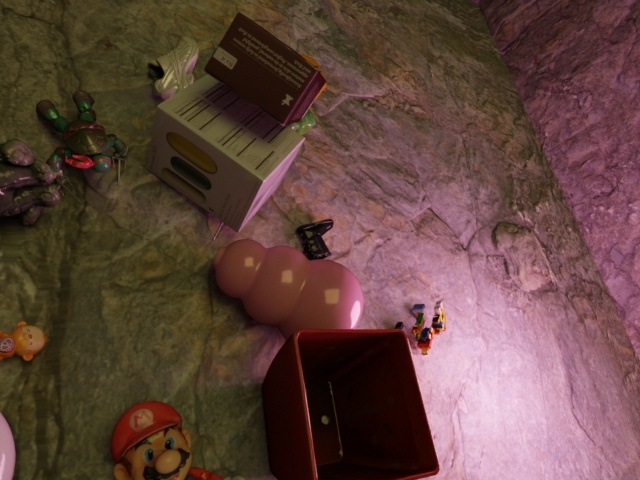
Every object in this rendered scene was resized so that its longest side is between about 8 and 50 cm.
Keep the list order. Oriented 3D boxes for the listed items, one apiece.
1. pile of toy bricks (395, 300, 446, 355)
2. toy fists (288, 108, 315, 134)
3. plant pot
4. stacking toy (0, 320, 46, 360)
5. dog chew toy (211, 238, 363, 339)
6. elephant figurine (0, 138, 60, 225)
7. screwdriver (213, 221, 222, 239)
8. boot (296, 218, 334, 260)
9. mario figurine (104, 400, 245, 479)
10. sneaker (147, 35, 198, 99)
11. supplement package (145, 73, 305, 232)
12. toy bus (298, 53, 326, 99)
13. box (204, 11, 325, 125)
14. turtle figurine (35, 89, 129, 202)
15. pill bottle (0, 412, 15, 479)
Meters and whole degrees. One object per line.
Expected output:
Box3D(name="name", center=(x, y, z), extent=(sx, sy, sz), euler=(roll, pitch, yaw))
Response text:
Box3D(name="pile of toy bricks", center=(0.278, 0.257, 1.216), extent=(0.212, 0.118, 0.105), euler=(-41, 119, -59))
Box3D(name="toy fists", center=(-0.141, -0.347, 1.276), extent=(0.279, 0.096, 0.142), euler=(-13, 62, -39))
Box3D(name="plant pot", center=(0.024, 0.337, 0.873), extent=(0.267, 0.236, 0.267), euler=(8, 58, -33))
Box3D(name="stacking toy", center=(-0.553, 0.164, 0.640), extent=(0.302, 0.166, 0.175), euler=(2, 58, -52))
Box3D(name="dog chew toy", center=(-0.076, 0.105, 0.978), extent=(0.332, 0.206, 0.206), euler=(28, 50, -10))
Box3D(name="elephant figurine", center=(-0.572, -0.062, 0.728), extent=(0.169, 0.186, 0.239), euler=(59, 33, -22))
Box3D(name="screwdriver", center=(-0.222, -0.065, 1.088), extent=(0.025, 0.024, 0.169), euler=(10, 52, 3))
Box3D(name="boot", center=(0.001, 0.000, 1.196), extent=(0.121, 0.045, 0.099), euler=(-15, 70, -33))
Box3D(name="mario figurine", center=(-0.223, 0.403, 0.691), extent=(0.320, 0.170, 0.198), euler=(66, 13, 5))
Box3D(name="sneaker", center=(-0.385, -0.457, 1.170), extent=(0.115, 0.090, 0.232), euler=(13, 55, -26))
Box3D(name="supplement package", center=(-0.219, -0.200, 1.033), extent=(0.263, 0.199, 0.198), euler=(36, 48, -2))
Box3D(name="toy bus", center=(-0.150, -0.493, 1.349), extent=(0.333, 0.108, 0.130), euler=(-14, 74, -41))
Box3D(name="box", center=(-0.106, -0.379, 1.044), extent=(0.191, 0.143, 0.381), euler=(34, 17, -7))
Box3D(name="turtle figurine", center=(-0.481, -0.198, 0.926), extent=(0.175, 0.118, 0.234), euler=(-19, 70, -42))
Box3D(name="pill bottle", center=(-0.452, 0.269, 0.498), extent=(0.188, 0.334, 0.187), euler=(18, 54, -26))
